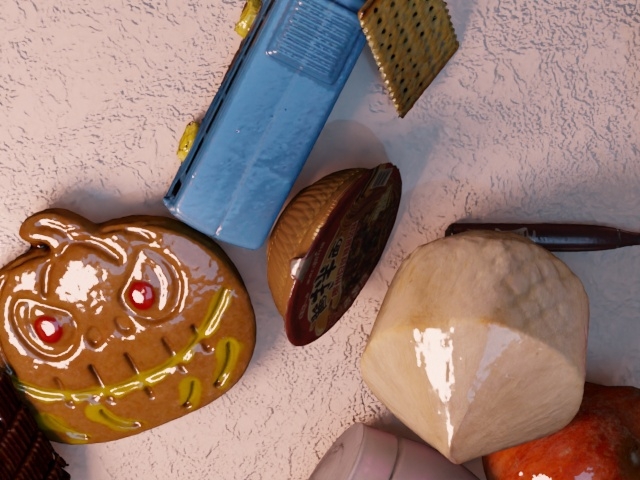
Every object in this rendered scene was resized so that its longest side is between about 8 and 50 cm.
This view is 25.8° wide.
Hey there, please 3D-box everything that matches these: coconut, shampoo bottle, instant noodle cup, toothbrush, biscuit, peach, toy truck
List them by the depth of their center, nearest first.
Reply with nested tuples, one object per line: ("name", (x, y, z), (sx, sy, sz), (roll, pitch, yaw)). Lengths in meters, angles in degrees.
("biscuit", (0.113, -0.264, 1.770), (0.016, 0.231, 0.139), (33, 77, 29))
("toy truck", (-0.069, -0.173, 1.801), (0.161, 0.162, 0.385), (26, 103, -13))
("coconut", (0.200, 0.149, 1.825), (0.328, 0.329, 0.329), (-1, 106, -5))
("instant noodle cup", (0.000, 0.000, 1.834), (0.090, 0.274, 0.274), (30, 103, 20))
("biscuit", (-0.294, 0.112, 1.880), (0.394, 0.070, 0.350), (-27, 110, 12))
("shampoo bottle", (0.095, 0.407, 1.922), (0.266, 0.273, 0.273), (31, 101, -8))
("peach", (0.360, 0.296, 1.941), (0.232, 0.232, 0.257), (40, 107, -14))
("toothbrush", (0.355, -0.004, 1.950), (0.363, 0.041, 0.041), (0, 106, -6))

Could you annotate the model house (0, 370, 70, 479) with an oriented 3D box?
("model house", (-0.497, 0.346, 1.830), (0.282, 0.317, 0.297), (27, 132, -1))
